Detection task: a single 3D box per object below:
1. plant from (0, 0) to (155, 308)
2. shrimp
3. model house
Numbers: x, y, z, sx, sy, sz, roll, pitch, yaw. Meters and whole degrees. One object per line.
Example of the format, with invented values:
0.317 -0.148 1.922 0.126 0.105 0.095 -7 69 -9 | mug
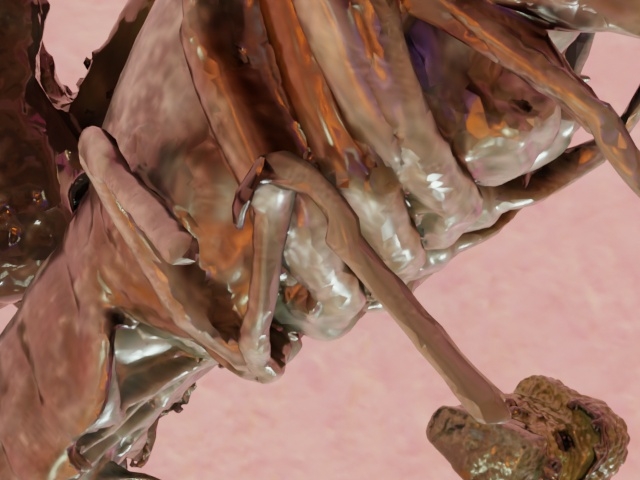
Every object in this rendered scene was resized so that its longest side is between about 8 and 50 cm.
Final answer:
-0.183 -0.066 0.802 0.312 0.215 0.213 -8 95 -21 | plant
-0.001 -0.005 0.408 0.410 0.166 0.221 -47 173 22 | shrimp
0.111 0.109 0.785 0.083 0.078 0.066 9 108 -48 | model house
